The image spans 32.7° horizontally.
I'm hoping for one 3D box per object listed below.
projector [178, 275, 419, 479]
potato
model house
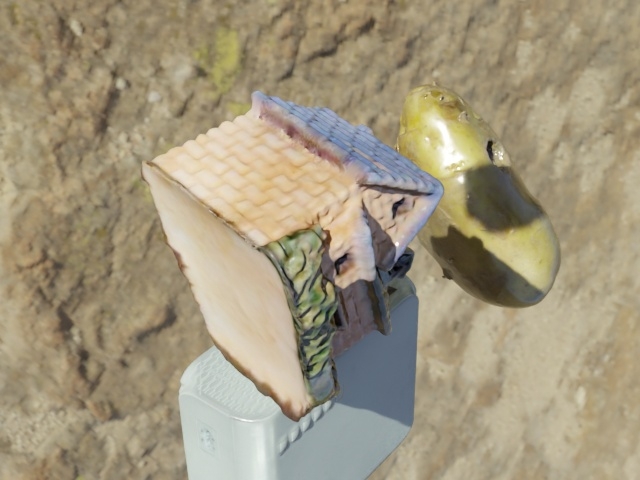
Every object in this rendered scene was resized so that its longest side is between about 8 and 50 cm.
[{"bbox_3d":[-0.015,0.157,1.035,0.250,0.108,0.198,-37,138,-39],"label":"projector"},{"bbox_3d":[0.176,-0.050,1.307,0.141,0.191,0.296,-29,102,-7],"label":"potato"},{"bbox_3d":[0.000,0.000,0.781,0.172,0.166,0.183,-35,138,-25],"label":"model house"}]
